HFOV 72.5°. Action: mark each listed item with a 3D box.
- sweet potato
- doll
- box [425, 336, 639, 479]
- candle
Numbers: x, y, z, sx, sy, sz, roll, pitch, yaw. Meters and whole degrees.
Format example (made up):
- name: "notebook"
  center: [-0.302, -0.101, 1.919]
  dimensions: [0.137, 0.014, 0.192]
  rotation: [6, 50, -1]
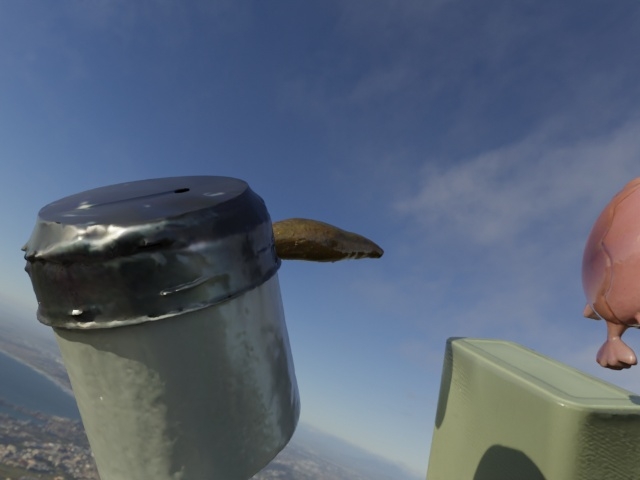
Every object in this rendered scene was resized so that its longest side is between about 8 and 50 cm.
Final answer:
- name: "sweet potato"
  center: [0.000, 0.000, 0.717]
  dimensions: [0.244, 0.076, 0.077]
  rotation: [0, -14, -22]
- name: "doll"
  center: [0.378, 0.027, 0.526]
  dimensions: [0.093, 0.261, 0.211]
  rotation: [13, -7, 6]
- name: "box"
  center: [0.316, 0.363, 0.690]
  dimensions: [0.178, 0.342, 0.352]
  rotation: [7, 1, -11]
- name: "candle"
  center: [-0.136, 0.113, 0.443]
  dimensions: [0.222, 0.221, 0.341]
  rotation: [5, -70, 38]
